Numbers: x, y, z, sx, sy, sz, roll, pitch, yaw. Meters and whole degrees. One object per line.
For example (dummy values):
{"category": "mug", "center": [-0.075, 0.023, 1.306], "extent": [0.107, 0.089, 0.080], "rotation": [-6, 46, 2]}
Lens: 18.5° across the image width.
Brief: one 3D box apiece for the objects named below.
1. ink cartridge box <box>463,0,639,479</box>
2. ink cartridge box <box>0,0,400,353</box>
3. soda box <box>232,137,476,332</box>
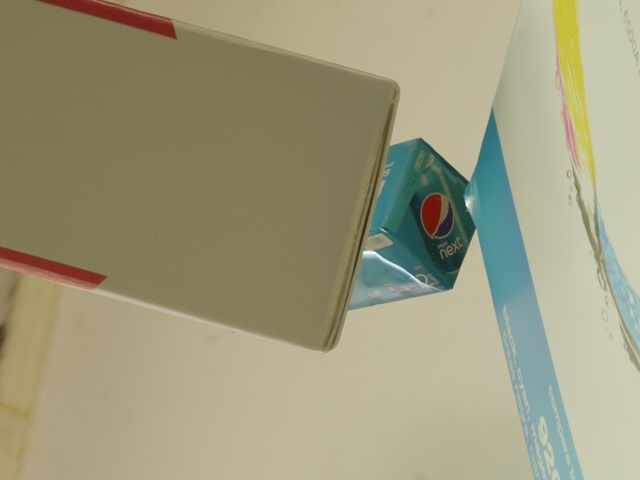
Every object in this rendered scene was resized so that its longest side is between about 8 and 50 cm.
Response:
{"category": "ink cartridge box", "center": [0.147, -0.012, 0.456], "extent": [0.232, 0.171, 0.168], "rotation": [98, 164, -59]}
{"category": "ink cartridge box", "center": [-0.078, -0.031, 0.908], "extent": [0.283, 0.207, 0.117], "rotation": [90, -165, -89]}
{"category": "soda box", "center": [0.000, 0.000, 1.236], "extent": [0.067, 0.210, 0.071], "rotation": [41, -124, -29]}
